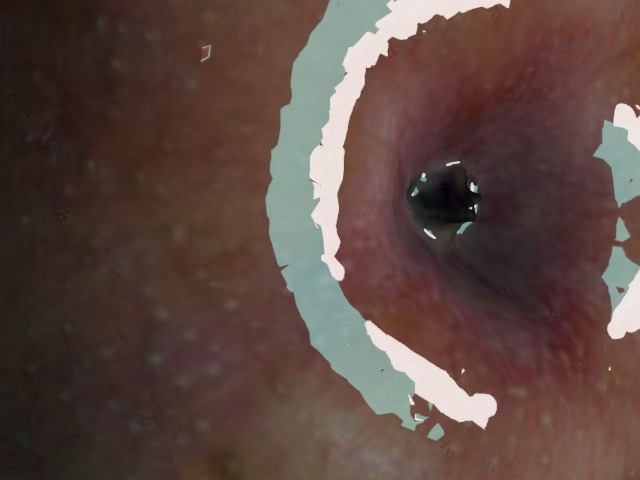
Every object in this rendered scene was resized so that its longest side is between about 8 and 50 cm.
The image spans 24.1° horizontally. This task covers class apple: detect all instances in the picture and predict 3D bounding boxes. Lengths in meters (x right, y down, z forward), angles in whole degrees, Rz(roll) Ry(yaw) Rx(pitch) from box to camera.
[{"bbox_3d":[0.000,0.000,0.482,0.305,0.235,0.306,2,87,-33],"label":"apple"}]
